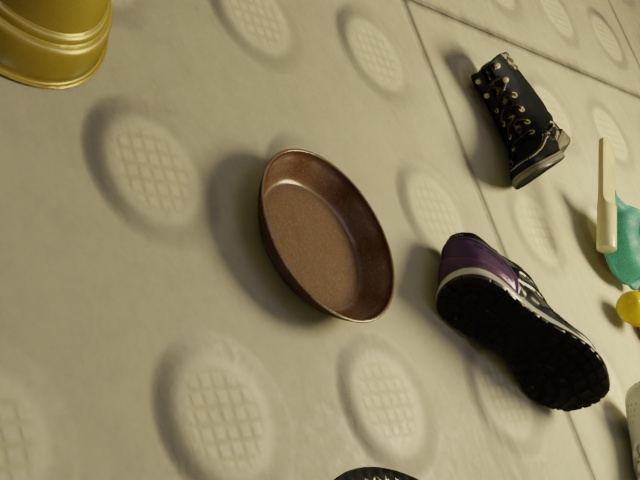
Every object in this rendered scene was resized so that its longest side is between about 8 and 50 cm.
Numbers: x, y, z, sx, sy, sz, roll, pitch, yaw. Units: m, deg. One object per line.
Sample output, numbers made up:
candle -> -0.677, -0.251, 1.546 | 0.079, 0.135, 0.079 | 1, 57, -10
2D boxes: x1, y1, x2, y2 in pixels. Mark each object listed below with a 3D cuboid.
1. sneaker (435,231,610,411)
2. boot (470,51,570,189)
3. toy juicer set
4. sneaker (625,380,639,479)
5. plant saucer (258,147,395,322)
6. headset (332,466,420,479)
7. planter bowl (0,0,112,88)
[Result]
sneaker -> 0.256, 0.091, 1.318 | 0.283, 0.107, 0.124 | 42, 30, -24
boot -> 0.283, -0.179, 1.586 | 0.178, 0.085, 0.236 | 54, 27, -3
toy juicer set -> 0.470, 0.028, 1.674 | 0.329, 0.089, 0.209 | 50, 46, -28
sneaker -> 0.466, 0.321, 1.410 | 0.129, 0.111, 0.297 | 12, 54, -41
plant saucer -> 0.000, 0.000, 1.108 | 0.198, 0.036, 0.199 | 33, 40, -33
headset -> 0.117, 0.375, 0.911 | 0.394, 0.185, 0.243 | 42, 30, 2
planter bowl -> -0.247, -0.247, 0.931 | 0.217, 0.090, 0.217 | 33, 42, -35
